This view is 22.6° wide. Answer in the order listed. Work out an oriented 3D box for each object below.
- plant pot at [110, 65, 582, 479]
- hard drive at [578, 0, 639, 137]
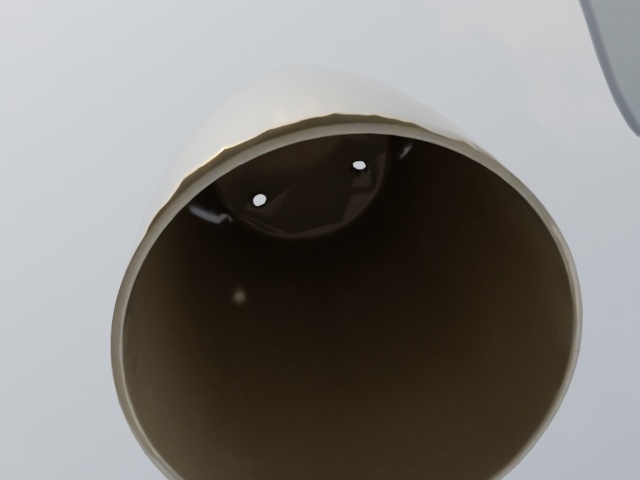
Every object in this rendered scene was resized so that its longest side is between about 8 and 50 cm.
[{"bbox_3d":[0.000,0.000,0.984,0.256,0.256,0.274,-28,-155,6],"label":"plant pot"},{"bbox_3d":[0.189,-0.193,0.401,0.353,0.233,0.047,-23,-171,-23],"label":"hard drive"}]
